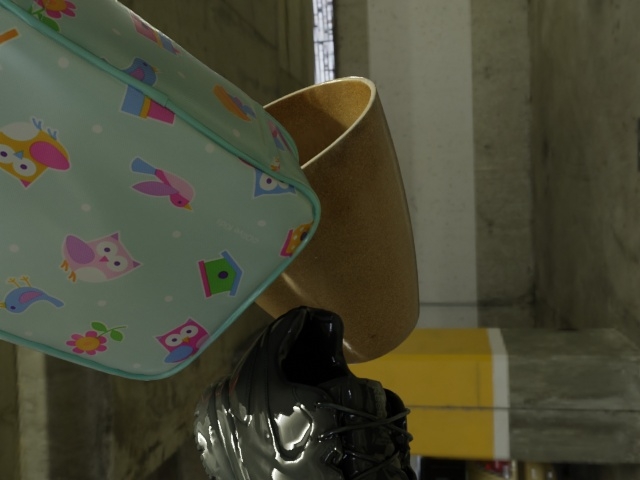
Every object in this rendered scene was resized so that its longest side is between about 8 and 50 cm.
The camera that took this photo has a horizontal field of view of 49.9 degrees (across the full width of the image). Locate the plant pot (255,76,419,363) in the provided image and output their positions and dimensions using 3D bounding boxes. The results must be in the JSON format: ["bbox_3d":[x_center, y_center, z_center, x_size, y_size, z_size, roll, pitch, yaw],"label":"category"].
[{"bbox_3d":[0.000,0.000,0.724,0.254,0.237,0.237,61,-157,-27],"label":"plant pot"}]

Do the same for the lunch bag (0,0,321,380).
[{"bbox_3d":[-0.162,-0.032,0.433,0.279,0.224,0.107,30,-155,-31],"label":"lunch bag"}]

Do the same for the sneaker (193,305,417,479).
[{"bbox_3d":[0.009,0.152,0.395,0.130,0.109,0.286,-57,43,23],"label":"sneaker"}]
